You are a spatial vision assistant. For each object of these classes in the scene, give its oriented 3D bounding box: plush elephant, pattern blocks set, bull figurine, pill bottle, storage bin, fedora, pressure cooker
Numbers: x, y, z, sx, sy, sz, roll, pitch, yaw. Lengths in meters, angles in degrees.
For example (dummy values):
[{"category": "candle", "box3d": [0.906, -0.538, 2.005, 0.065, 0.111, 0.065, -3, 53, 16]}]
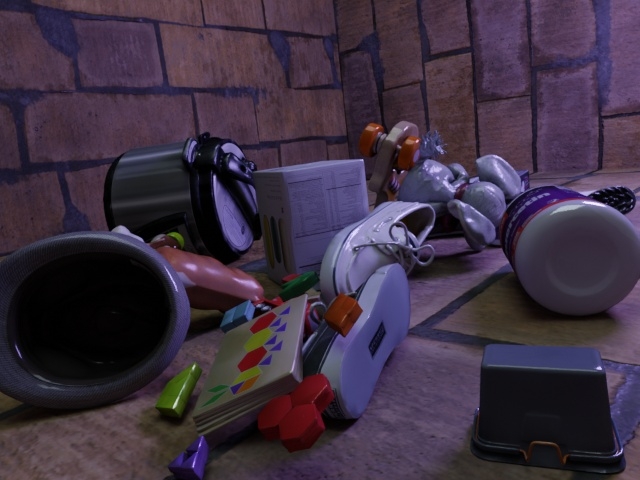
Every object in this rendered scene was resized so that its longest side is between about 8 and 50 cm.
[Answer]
[{"category": "plush elephant", "box3d": [0.330, -0.083, 1.250, 0.255, 0.330, 0.272, 36, 60, 23]}, {"category": "pattern blocks set", "box3d": [-0.077, 0.146, 0.630, 0.285, 0.026, 0.325, -24, 21, 23]}, {"category": "bull figurine", "box3d": [-0.252, 0.064, 0.976, 0.310, 0.101, 0.188, 27, -4, -24]}, {"category": "pill bottle", "box3d": [0.419, 0.000, 0.921, 0.181, 0.182, 0.323, -4, 11, 13]}, {"category": "storage bin", "box3d": [0.210, 0.154, 0.495, 0.135, 0.091, 0.098, -3, 11, 23]}, {"category": "fedora", "box3d": [-0.331, 0.115, 0.763, 0.275, 0.244, 0.124, -11, -11, -12]}, {"category": "pressure cooker", "box3d": [-0.362, -0.118, 1.525, 0.420, 0.376, 0.370, -5, 8, 12]}]

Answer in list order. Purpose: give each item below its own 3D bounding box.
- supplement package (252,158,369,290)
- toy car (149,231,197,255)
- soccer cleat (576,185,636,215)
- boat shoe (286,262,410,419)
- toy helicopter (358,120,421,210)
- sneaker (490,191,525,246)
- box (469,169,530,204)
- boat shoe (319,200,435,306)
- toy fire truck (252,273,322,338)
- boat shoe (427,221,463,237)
[{"category": "supplement package", "box3d": [-0.017, -0.041, 1.191, 0.197, 0.263, 0.199, -12, 12, -23]}, {"category": "toy car", "box3d": [-0.326, 0.082, 1.225, 0.188, 0.149, 0.155, 23, 19, 5]}, {"category": "soccer cleat", "box3d": [0.704, -0.087, 1.471, 0.318, 0.109, 0.116, -6, -12, 21]}, {"category": "boat shoe", "box3d": [0.043, 0.126, 0.707, 0.104, 0.113, 0.306, -8, 25, 29]}, {"category": "toy helicopter", "box3d": [0.184, -0.140, 1.379, 0.140, 0.355, 0.235, 24, 25, 23]}, {"category": "sneaker", "box3d": [0.560, -0.067, 1.332, 0.283, 0.124, 0.107, -10, 11, -15]}, {"category": "box", "box3d": [0.568, -0.142, 1.674, 0.163, 0.142, 0.247, 1, 13, 33]}, {"category": "boat shoe", "box3d": [0.145, 0.017, 1.036, 0.156, 0.136, 0.367, -4, 21, 36]}, {"category": "toy fire truck", "box3d": [-0.045, 0.116, 0.923, 0.135, 0.047, 0.192, -24, 18, -31]}, {"category": "boat shoe", "box3d": [0.371, -0.065, 1.518, 0.334, 0.096, 0.112, -2, 12, 22]}]
